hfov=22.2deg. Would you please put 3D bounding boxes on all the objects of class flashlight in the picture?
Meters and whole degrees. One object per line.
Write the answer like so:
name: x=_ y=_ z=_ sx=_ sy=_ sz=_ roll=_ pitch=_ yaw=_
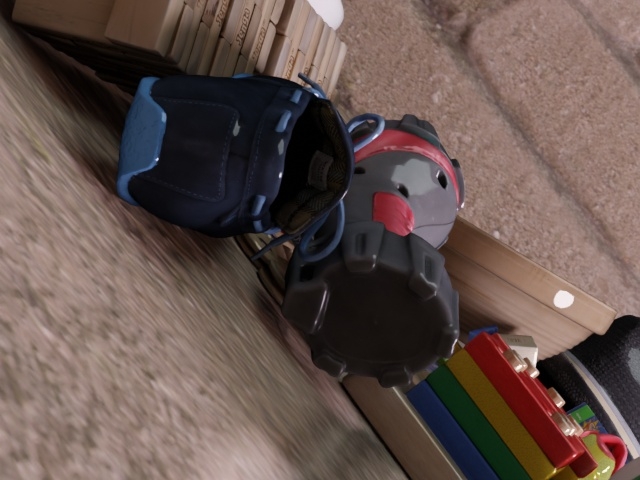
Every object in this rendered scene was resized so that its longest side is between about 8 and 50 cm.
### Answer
flashlight: x=0.044 y=0.002 z=1.006 sx=0.103 sy=0.103 sz=0.304 roll=57 pitch=10 yaw=-15

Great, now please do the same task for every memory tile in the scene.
memory tile: x=-0.026 y=0.012 z=1.024 sx=0.113 sy=0.012 sz=0.148 roll=45 pitch=9 yaw=-46

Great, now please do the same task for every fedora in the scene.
fedora: x=0.353 y=0.204 z=1.825 sx=0.334 sy=0.152 sz=0.334 roll=57 pitch=-7 yaw=12

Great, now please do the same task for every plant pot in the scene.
plant pot: x=0.177 y=0.058 z=1.681 sx=0.237 sy=0.109 sz=0.237 roll=30 pitch=4 yaw=-2

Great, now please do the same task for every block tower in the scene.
block tower: x=-0.069 y=-0.120 z=0.951 sx=0.097 sy=0.091 sz=0.335 roll=15 pitch=-5 yaw=14

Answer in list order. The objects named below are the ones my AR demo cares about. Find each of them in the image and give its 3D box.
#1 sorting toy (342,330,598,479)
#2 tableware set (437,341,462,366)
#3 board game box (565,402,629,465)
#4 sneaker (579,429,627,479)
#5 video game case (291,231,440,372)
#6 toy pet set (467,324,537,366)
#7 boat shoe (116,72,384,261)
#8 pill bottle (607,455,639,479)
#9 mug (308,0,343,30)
sorting toy: x=0.146 y=0.168 z=1.031 sx=0.257 sy=0.089 sz=0.255 roll=53 pitch=6 yaw=13
tableware set: x=0.109 y=0.092 z=1.527 sx=0.104 sy=0.024 sz=0.154 roll=53 pitch=5 yaw=10
board game box: x=0.287 y=0.264 z=1.560 sx=0.136 sy=0.035 sz=0.201 roll=58 pitch=-7 yaw=45
sneaker: x=0.227 y=0.206 z=1.404 sx=0.081 sy=0.094 sz=0.208 roll=52 pitch=4 yaw=13
video game case: x=0.000 y=0.000 z=1.246 sx=0.274 sy=0.026 sz=0.196 roll=56 pitch=7 yaw=29
toy pet set: x=0.170 y=0.147 z=1.569 sx=0.122 sy=0.065 sz=0.114 roll=-98 pitch=-167 yaw=-76
boat shoe: x=-0.025 y=-0.031 z=0.839 sx=0.089 sy=0.109 sz=0.258 roll=13 pitch=11 yaw=13
pill bottle: x=0.195 y=0.211 z=0.792 sx=0.117 sy=0.118 sz=0.208 roll=48 pitch=30 yaw=-32
mug: x=-0.098 y=-0.299 z=1.140 sx=0.374 sy=0.276 sz=0.328 roll=57 pitch=-3 yaw=-2
